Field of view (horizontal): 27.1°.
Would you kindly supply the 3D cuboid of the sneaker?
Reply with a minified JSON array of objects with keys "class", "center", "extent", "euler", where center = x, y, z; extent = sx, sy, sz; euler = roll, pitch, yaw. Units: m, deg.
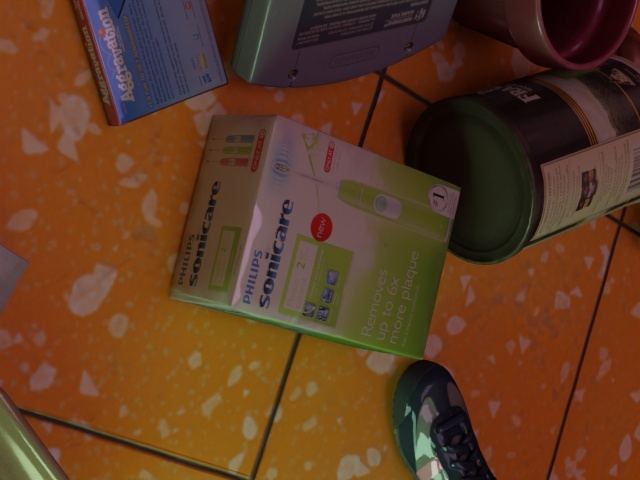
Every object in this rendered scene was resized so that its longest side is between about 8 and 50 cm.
[{"class":"sneaker","center":[0.185,0.295,1.628],"extent":[0.112,0.131,0.319],"euler":[-30,112,-33]}]

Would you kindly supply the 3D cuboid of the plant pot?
[{"class":"plant pot","center":[0.254,-0.312,1.592],"extent":[0.201,0.180,0.201],"euler":[-14,111,-40]}]

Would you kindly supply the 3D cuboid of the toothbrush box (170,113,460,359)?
[{"class":"toothbrush box","center":[0.000,0.000,1.456],"extent":[0.283,0.122,0.206],"euler":[19,81,-38]}]

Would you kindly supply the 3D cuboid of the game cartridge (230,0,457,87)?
[{"class":"game cartridge","center":[0.038,-0.266,1.445],"extent":[0.297,0.062,0.198],"euler":[-18,145,-37]}]

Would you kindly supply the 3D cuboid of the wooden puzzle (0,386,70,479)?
[{"class":"wooden puzzle","center":[-0.365,0.337,1.204],"extent":[0.348,0.080,0.322],"euler":[-40,118,-21]}]

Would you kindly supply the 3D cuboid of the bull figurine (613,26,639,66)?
[{"class":"bull figurine","center":[0.463,-0.169,1.841],"extent":[0.310,0.101,0.188],"euler":[33,75,-37]}]

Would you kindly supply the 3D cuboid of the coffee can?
[{"class":"coffee can","center":[0.271,-0.104,1.621],"extent":[0.275,0.201,0.201],"euler":[-20,106,-38]}]

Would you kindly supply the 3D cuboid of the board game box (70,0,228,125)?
[{"class":"board game box","center":[-0.190,-0.270,1.334],"extent":[0.145,0.027,0.281],"euler":[-27,111,-37]}]

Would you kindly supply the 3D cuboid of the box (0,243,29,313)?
[{"class":"box","center":[-0.394,0.030,1.177],"extent":[0.233,0.044,0.159],"euler":[38,71,-36]}]
